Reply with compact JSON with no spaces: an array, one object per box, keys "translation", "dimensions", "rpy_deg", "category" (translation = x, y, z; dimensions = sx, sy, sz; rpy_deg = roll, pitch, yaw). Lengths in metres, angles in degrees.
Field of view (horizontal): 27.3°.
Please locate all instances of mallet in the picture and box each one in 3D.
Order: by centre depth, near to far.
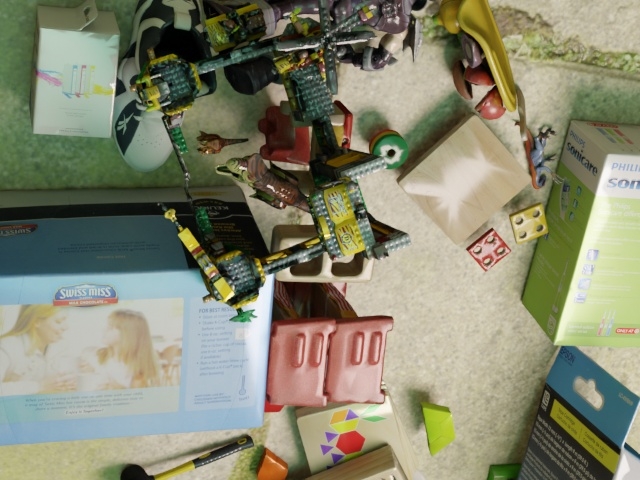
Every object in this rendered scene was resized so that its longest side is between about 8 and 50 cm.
[{"translation":[-0.179,0.315,1.802],"dimensions":[0.189,0.062,0.039],"rpy_deg":[-17,121,-8],"category":"mallet"}]

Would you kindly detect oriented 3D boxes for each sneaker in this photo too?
[{"translation":[-0.179,-0.168,1.495],"dimensions":[0.094,0.153,0.235],"rpy_deg":[13,112,-20],"category":"sneaker"}]

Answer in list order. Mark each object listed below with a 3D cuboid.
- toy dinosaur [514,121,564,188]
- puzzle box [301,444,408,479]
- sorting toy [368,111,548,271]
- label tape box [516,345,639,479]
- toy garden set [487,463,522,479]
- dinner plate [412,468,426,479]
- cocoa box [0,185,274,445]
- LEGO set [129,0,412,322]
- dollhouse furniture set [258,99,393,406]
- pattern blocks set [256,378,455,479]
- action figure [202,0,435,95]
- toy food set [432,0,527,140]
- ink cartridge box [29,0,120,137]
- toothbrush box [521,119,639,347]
[{"translation":[0.286,-0.109,1.739],"dimensions":[0.090,0.047,0.082],"rpy_deg":[27,121,8],"category":"toy dinosaur"},{"translation":[-0.033,0.479,1.909],"dimensions":[0.409,0.052,0.272],"rpy_deg":[-24,121,6],"category":"puzzle box"},{"translation":[0.187,-0.079,1.708],"dimensions":[0.132,0.046,0.274],"rpy_deg":[-42,120,8],"category":"sorting toy"},{"translation":[0.379,0.342,1.832],"dimensions":[0.115,0.249,0.348],"rpy_deg":[12,101,-18],"category":"label tape box"},{"translation":[0.340,0.456,2.033],"dimensions":[0.203,0.049,0.244],"rpy_deg":[0,117,-16],"category":"toy garden set"},{"translation":[0.097,0.391,1.949],"dimensions":[0.141,0.017,0.141],"rpy_deg":[-7,118,-14],"category":"dinner plate"},{"translation":[-0.247,0.083,1.564],"dimensions":[0.347,0.228,0.231],"rpy_deg":[-2,117,-15],"category":"cocoa box"},{"translation":[-0.048,-0.081,1.349],"dimensions":[0.255,0.192,0.331],"rpy_deg":[-12,99,-11],"category":"LEGO set"},{"translation":[0.000,0.000,1.618],"dimensions":[0.152,0.201,0.374],"rpy_deg":[0,111,-16],"category":"dollhouse furniture set"},{"translation":[0.048,0.287,1.858],"dimensions":[0.285,0.026,0.325],"rpy_deg":[-7,119,-4],"category":"pattern blocks set"},{"translation":[0.016,-0.268,1.535],"dimensions":[0.285,0.099,0.185],"rpy_deg":[-20,114,-18],"category":"action figure"},{"translation":[0.188,-0.214,1.603],"dimensions":[0.071,0.128,0.218],"rpy_deg":[-16,127,16],"category":"toy food set"},{"translation":[-0.278,-0.200,1.486],"dimensions":[0.090,0.092,0.143],"rpy_deg":[2,115,-16],"category":"ink cartridge box"},{"translation":[0.415,-0.005,1.770],"dimensions":[0.206,0.122,0.283],"rpy_deg":[2,117,-17],"category":"toothbrush box"}]
